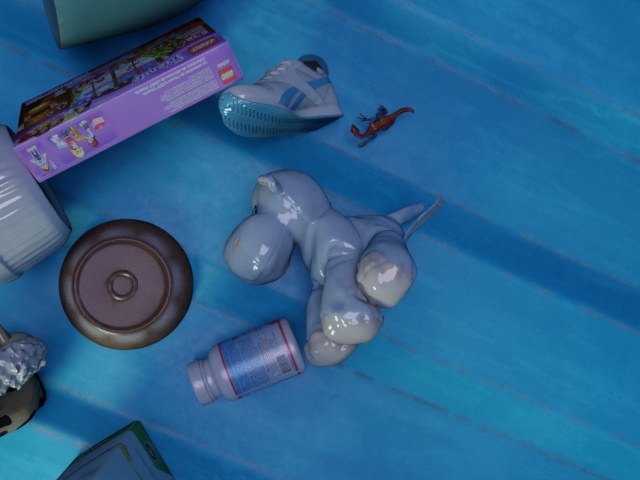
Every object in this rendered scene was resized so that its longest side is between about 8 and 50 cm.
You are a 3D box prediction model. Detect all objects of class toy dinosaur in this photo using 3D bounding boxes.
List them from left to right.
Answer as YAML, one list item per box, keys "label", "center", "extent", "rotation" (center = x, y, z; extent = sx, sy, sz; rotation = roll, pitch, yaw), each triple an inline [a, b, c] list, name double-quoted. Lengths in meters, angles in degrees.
- label: "toy dinosaur"
  center: [0.084, -0.181, 0.963]
  extent: [0.047, 0.090, 0.082]
  rotation: [56, 40, -12]

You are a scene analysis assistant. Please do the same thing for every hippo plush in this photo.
- label: "hippo plush"
  center: [0.000, 0.000, 0.868]
  extent: [0.236, 0.234, 0.294]
  rotation: [34, 86, -5]

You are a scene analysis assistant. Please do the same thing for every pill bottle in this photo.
- label: "pill bottle"
  center: [-0.108, 0.181, 0.926]
  extent: [0.160, 0.087, 0.087]
  rotation: [-21, 91, -6]

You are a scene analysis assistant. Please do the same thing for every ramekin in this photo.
- label: "ramekin"
  center: [-0.425, -0.058, 0.845]
  extent: [0.109, 0.207, 0.207]
  rotation: [-31, 92, -14]

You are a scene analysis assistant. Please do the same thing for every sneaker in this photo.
- label: "sneaker"
  center: [-0.062, -0.205, 0.898]
  extent: [0.087, 0.229, 0.092]
  rotation: [-21, 86, 37]

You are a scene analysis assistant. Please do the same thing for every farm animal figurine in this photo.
- label: "farm animal figurine"
  center: [-0.510, 0.265, 0.823]
  extent: [0.327, 0.330, 0.172]
  rotation: [-35, 90, -34]

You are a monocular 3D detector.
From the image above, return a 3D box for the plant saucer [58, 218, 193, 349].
- label: "plant saucer"
  center: [-0.290, 0.066, 0.937]
  extent: [0.199, 0.036, 0.198]
  rotation: [0, 88, -7]

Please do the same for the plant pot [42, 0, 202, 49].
- label: "plant pot"
  center: [-0.262, -0.421, 0.836]
  extent: [0.235, 0.293, 0.293]
  rotation: [-16, 90, -21]

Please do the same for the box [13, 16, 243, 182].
- label: "box"
  center: [-0.266, -0.204, 0.864]
  extent: [0.293, 0.201, 0.057]
  rotation: [-29, 124, -6]

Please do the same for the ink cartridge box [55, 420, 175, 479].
- label: "ink cartridge box"
  center: [-0.257, 0.377, 0.810]
  extent: [0.117, 0.278, 0.201]
  rotation: [-30, 91, -6]
